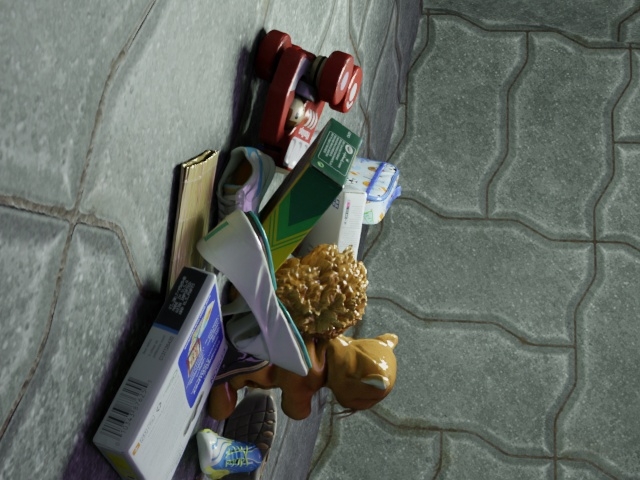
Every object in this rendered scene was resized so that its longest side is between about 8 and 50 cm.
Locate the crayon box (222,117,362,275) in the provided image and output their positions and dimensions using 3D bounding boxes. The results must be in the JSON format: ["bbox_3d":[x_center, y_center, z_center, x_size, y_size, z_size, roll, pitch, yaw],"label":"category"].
[{"bbox_3d":[-0.054,-0.064,1.656,0.323,0.083,0.203,-49,-169,33],"label":"crayon box"}]

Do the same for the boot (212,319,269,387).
[{"bbox_3d":[-0.157,0.191,1.629,0.198,0.077,0.137,-28,136,-31],"label":"boot"}]

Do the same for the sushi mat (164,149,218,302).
[{"bbox_3d":[-0.220,0.013,1.415,0.151,0.019,0.316,-52,154,-72],"label":"sushi mat"}]

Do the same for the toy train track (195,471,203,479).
[{"bbox_3d":[-0.271,0.536,1.819,0.048,0.014,0.083,91,19,-79],"label":"toy train track"}]

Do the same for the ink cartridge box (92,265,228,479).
[{"bbox_3d":[-0.243,0.238,1.372,0.307,0.072,0.303,97,13,-61],"label":"ink cartridge box"}]

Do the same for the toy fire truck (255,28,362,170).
[{"bbox_3d":[-0.047,-0.258,1.671,0.302,0.170,0.253,-6,117,-79],"label":"toy fire truck"}]

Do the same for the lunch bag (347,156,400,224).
[{"bbox_3d":[0.104,-0.156,2.425,0.303,0.243,0.114,-58,159,-61],"label":"lunch bag"}]

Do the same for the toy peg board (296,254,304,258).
[{"bbox_3d":[-0.111,0.122,2.094,0.160,0.079,0.161,-56,161,-24],"label":"toy peg board"}]

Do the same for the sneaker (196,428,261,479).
[{"bbox_3d":[-0.190,0.443,1.787,0.240,0.126,0.091,96,-16,-68],"label":"sneaker"}]

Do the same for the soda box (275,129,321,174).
[{"bbox_3d":[-0.040,-0.207,1.973,0.286,0.091,0.098,-35,137,-76],"label":"soda box"}]

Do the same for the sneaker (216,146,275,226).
[{"bbox_3d":[-0.156,-0.060,1.548,0.092,0.088,0.228,22,80,-62],"label":"sneaker"}]

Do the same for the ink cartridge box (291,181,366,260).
[{"bbox_3d":[0.000,0.000,2.091,0.324,0.072,0.329,-142,-121,-63],"label":"ink cartridge box"}]

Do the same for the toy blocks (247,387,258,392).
[{"bbox_3d":[-0.141,0.305,2.159,0.123,0.054,0.148,91,14,-47],"label":"toy blocks"}]

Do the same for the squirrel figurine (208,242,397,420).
[{"bbox_3d":[-0.011,0.209,1.825,0.281,0.371,0.396,-57,157,-64],"label":"squirrel figurine"}]

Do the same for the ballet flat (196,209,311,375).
[{"bbox_3d":[-0.126,0.117,1.527,0.139,0.139,0.400,-69,152,-43],"label":"ballet flat"}]

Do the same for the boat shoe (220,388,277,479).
[{"bbox_3d":[-0.177,0.499,2.053,0.116,0.123,0.324,-67,174,-77],"label":"boat shoe"}]
